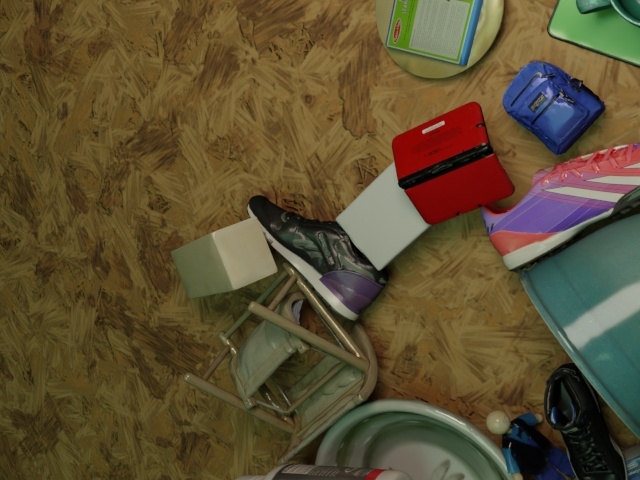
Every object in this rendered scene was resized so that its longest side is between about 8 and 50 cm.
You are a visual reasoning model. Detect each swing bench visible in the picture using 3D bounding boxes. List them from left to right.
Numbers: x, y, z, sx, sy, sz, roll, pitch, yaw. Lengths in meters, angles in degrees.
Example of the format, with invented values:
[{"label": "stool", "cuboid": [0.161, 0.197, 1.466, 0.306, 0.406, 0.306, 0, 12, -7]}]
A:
[{"label": "swing bench", "cuboid": [-0.060, 0.222, 1.222, 0.255, 0.165, 0.253, 42, 123, -3]}]

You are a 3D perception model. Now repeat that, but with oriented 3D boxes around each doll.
[{"label": "doll", "cuboid": [0.332, 0.325, 1.066, 0.189, 0.129, 0.046, 36, 142, -8]}]

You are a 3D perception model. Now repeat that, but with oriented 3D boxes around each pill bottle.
[{"label": "pill bottle", "cuboid": [-0.005, 0.466, 1.141, 0.319, 0.176, 0.176, -8, 99, 31]}]

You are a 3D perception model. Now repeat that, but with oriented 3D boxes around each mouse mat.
[{"label": "mouse mat", "cuboid": [0.417, -0.319, 0.913, 0.190, 0.007, 0.152, 28, 115, 22]}]

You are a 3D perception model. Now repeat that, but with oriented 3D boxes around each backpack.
[{"label": "backpack", "cuboid": [0.317, -0.192, 0.949, 0.120, 0.101, 0.098, 46, 114, 15]}]

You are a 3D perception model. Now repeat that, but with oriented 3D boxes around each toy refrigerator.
[{"label": "toy refrigerator", "cuboid": [-0.176, 0.036, 1.226, 0.270, 0.094, 0.102, -18, 94, 63]}]

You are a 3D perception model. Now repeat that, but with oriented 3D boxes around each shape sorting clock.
[{"label": "shape sorting clock", "cuboid": [0.174, -0.347, 1.021, 0.206, 0.040, 0.206, 11, 112, 28]}]

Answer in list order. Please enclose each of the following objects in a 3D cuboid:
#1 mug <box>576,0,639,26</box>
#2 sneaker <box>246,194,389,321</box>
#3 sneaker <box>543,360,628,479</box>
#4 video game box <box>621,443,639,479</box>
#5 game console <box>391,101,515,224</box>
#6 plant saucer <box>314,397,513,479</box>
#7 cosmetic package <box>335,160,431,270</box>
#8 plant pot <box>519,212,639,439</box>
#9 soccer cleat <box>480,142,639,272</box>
[{"label": "mug", "cuboid": [0.416, -0.329, 0.849, 0.158, 0.097, 0.129, 24, 114, 23]}, {"label": "sneaker", "cuboid": [0.000, 0.000, 1.196, 0.283, 0.107, 0.124, 44, 100, 12]}, {"label": "sneaker", "cuboid": [0.376, 0.290, 0.999, 0.079, 0.121, 0.216, -23, 75, 33]}, {"label": "video game box", "cuboid": [0.553, 0.366, 0.994, 0.205, 0.048, 0.187, -41, 84, 31]}, {"label": "game console", "cuboid": [0.190, -0.110, 0.995, 0.144, 0.085, 0.124, -22, 61, 29]}, {"label": "plant saucer", "cuboid": [0.182, 0.447, 1.192, 0.401, 0.101, 0.400, 8, 106, 27]}, {"label": "cosmetic package", "cuboid": [0.146, -0.069, 1.087, 0.231, 0.085, 0.117, -43, 80, 32]}, {"label": "plant pot", "cuboid": [0.442, 0.077, 0.866, 0.255, 0.272, 0.271, -39, 82, 17]}, {"label": "soccer cleat", "cuboid": [0.367, -0.074, 0.951, 0.318, 0.109, 0.116, -37, 80, 34]}]
